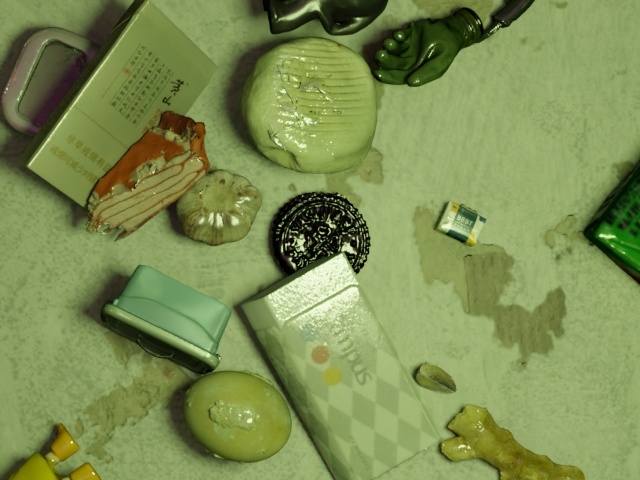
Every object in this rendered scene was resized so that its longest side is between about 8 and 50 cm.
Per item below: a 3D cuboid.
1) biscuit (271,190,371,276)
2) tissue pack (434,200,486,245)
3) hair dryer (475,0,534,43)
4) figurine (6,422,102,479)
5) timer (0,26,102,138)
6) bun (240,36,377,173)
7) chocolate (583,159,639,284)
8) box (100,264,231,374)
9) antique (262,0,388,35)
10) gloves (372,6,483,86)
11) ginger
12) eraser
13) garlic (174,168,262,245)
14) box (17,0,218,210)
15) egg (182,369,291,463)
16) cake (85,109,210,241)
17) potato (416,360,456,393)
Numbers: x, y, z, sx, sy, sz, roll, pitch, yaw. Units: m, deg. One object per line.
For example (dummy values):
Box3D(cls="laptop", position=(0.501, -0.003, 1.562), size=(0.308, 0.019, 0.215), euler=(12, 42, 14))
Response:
Box3D(cls="biscuit", position=(0.000, 0.000, 1.947), size=(0.194, 0.053, 0.195), euler=(1, 85, -10))
Box3D(cls="tissue pack", position=(0.271, -0.032, 1.996), size=(0.083, 0.042, 0.062), euler=(26, 84, -5))
Box3D(cls="hair dryer", position=(0.373, -0.507, 2.039), size=(0.235, 0.091, 0.272), euler=(35, 85, 5))
Box3D(cls="figurine", position=(-0.552, 0.461, 1.763), size=(0.343, 0.215, 0.187), euler=(-32, 130, -21))
Box3D(cls="timer", position=(-0.471, -0.275, 1.890), size=(0.190, 0.069, 0.208), euler=(24, 83, -8))
Box3D(cls="bun", position=(-0.024, -0.246, 1.909), size=(0.273, 0.168, 0.273), euler=(5, 78, -22))
Box3D(cls="chocolate", position=(0.733, -0.034, 2.008), size=(0.341, 0.161, 0.360), euler=(41, 81, -4))
Box3D(cls="box", position=(-0.272, 0.147, 1.843), size=(0.227, 0.162, 0.130), euler=(28, 71, -5))
Box3D(cls="antique", position=(0.009, -0.535, 1.933), size=(0.255, 0.185, 0.322), euler=(-8, 84, -4))
Box3D(cls="gloves", position=(0.199, -0.365, 1.972), size=(0.268, 0.107, 0.135), euler=(-27, 66, -31))
Box3D(cls="ginger", position=(0.376, 0.412, 1.963), size=(0.298, 0.065, 0.118), euler=(25, 95, -5))
Box3D(cls="eraser", position=(0.039, 0.240, 1.891), size=(0.213, 0.082, 0.397), euler=(-29, 98, -9))
Box3D(cls="garlic", position=(-0.190, -0.057, 1.900), size=(0.159, 0.102, 0.147), euler=(-33, 77, -21))
Box3D(cls="box", position=(-0.357, -0.231, 1.860), size=(0.204, 0.051, 0.365), euler=(41, 79, -40))
Box3D(cls="egg", position=(-0.148, 0.312, 1.846), size=(0.201, 0.164, 0.164), euler=(22, 82, -2))
Box3D(cls="cake", position=(-0.303, -0.108, 1.844), size=(0.287, 0.098, 0.135), euler=(-49, 51, -5))
Box3D(cls="potato", position=(0.214, 0.263, 1.970), size=(0.093, 0.036, 0.037), euler=(30, 44, -23))
